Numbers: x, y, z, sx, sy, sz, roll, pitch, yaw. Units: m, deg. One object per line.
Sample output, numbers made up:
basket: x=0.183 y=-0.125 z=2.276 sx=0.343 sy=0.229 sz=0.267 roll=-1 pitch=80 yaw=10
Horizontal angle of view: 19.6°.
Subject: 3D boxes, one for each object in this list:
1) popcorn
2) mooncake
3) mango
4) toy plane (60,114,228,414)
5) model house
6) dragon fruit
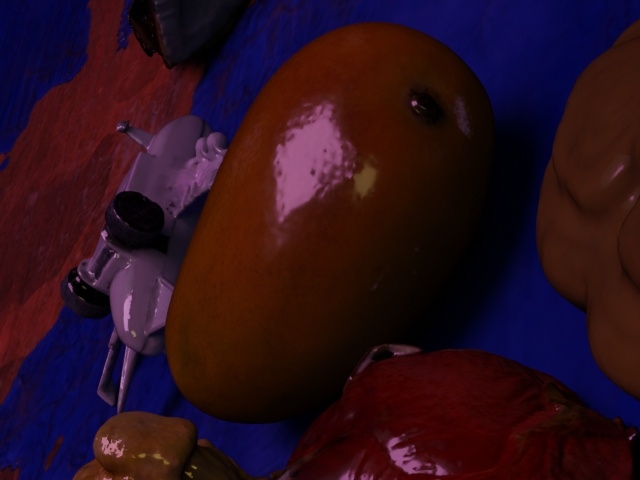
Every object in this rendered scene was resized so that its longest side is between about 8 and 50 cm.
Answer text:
popcorn: x=-0.092 y=0.184 z=1.008 sx=0.163 sy=0.140 sz=0.194 roll=-50 pitch=15 yaw=37
mooncake: x=0.191 y=-0.036 z=0.754 sx=0.235 sy=0.117 sz=0.235 roll=-46 pitch=26 yaw=31
mango: x=0.002 y=-0.001 z=1.036 sx=0.254 sy=0.139 sz=0.175 roll=-62 pitch=12 yaw=12
toy plane: x=-0.112 y=-0.009 z=1.289 sx=0.251 sy=0.101 sz=0.255 roll=-54 pitch=23 yaw=38
model house: x=-0.120 y=-0.236 z=1.551 sx=0.165 sy=0.106 sz=0.152 roll=-55 pitch=27 yaw=-2
dragon fruit: x=0.065 y=0.114 z=0.812 sx=0.120 sy=0.127 sz=0.161 roll=-66 pitch=24 yaw=3
